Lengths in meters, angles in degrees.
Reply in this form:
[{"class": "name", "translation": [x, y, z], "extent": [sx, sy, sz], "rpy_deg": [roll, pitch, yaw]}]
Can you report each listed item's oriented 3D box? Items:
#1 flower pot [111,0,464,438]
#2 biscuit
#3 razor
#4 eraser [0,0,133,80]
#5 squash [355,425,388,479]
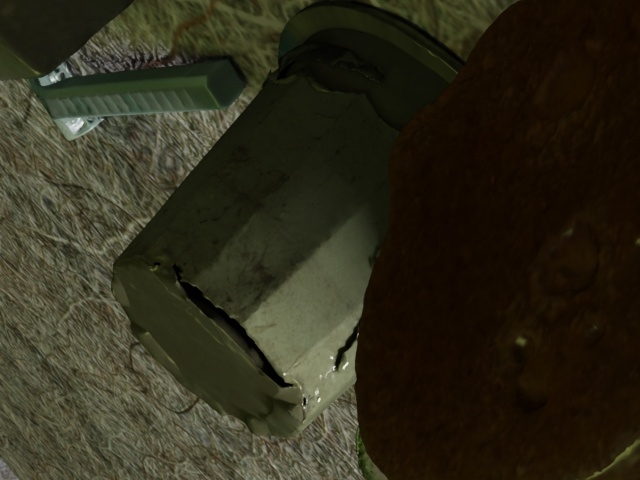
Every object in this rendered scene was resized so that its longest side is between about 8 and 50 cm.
[{"class": "flower pot", "translation": [0.000, 0.000, 0.947], "extent": [0.212, 0.202, 0.212], "rpy_deg": [32, 152, 20]}, {"class": "biscuit", "translation": [0.111, 0.002, 0.714], "extent": [0.049, 0.257, 0.273], "rpy_deg": [20, 154, -31]}, {"class": "razor", "translation": [-0.152, -0.111, 1.185], "extent": [0.278, 0.056, 0.111], "rpy_deg": [10, 138, 54]}, {"class": "eraser", "translation": [-0.259, -0.174, 1.190], "extent": [0.352, 0.111, 0.077], "rpy_deg": [6, 138, 56]}, {"class": "squash", "translation": [0.093, 0.165, 1.232], "extent": [0.105, 0.105, 0.132], "rpy_deg": [33, 173, 25]}]
